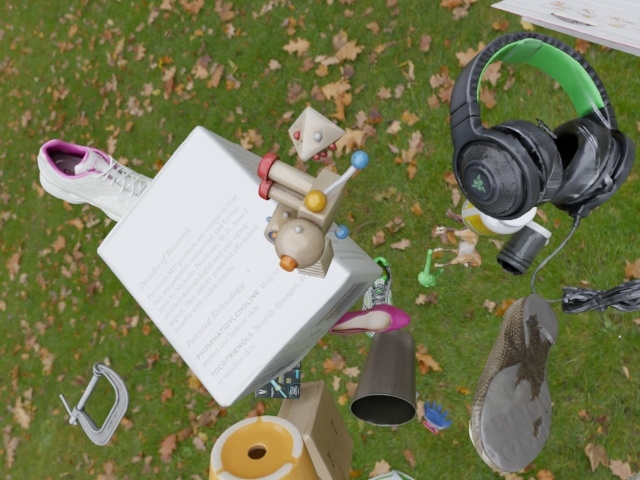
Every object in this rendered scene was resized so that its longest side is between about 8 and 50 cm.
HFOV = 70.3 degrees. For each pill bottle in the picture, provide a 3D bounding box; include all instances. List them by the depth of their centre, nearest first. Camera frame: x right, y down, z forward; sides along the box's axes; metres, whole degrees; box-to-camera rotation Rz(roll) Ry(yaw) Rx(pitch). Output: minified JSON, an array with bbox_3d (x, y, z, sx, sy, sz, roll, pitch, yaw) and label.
[{"bbox_3d":[0.423,-0.072,1.082,0.118,0.208,0.117,0,88,0],"label":"pill bottle"}]

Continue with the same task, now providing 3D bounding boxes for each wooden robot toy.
[{"bbox_3d":[-0.020,-0.010,0.338,0.076,0.173,0.079,19,58,6],"label":"wooden robot toy"}]

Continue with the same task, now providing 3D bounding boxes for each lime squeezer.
[{"bbox_3d":[0.407,0.122,1.703,0.059,0.310,0.110,8,77,25],"label":"lime squeezer"}]

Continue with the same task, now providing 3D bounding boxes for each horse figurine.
[{"bbox_3d":[0.492,0.009,1.605,0.175,0.263,0.066,0,37,10],"label":"horse figurine"}]

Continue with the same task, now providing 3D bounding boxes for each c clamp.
[{"bbox_3d":[-0.380,0.267,0.760,0.137,0.022,0.160,47,111,21],"label":"c clamp"}]

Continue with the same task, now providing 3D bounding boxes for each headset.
[{"bbox_3d":[0.317,-0.101,0.603,0.185,0.243,0.394,150,114,-72],"label":"headset"}]

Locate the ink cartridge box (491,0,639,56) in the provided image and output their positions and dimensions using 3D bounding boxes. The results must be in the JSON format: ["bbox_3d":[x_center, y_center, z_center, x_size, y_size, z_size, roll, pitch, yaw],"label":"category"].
[{"bbox_3d":[0.513,-0.408,0.851,0.261,0.066,0.296,-31,51,-23],"label":"ink cartridge box"}]

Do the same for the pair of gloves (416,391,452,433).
[{"bbox_3d":[0.298,0.496,1.363,0.198,0.159,0.023,32,104,23],"label":"pair of gloves"}]

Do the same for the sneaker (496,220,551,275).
[{"bbox_3d":[0.571,0.024,1.304,0.104,0.296,0.147,38,101,19],"label":"sneaker"}]

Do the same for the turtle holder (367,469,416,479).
[{"bbox_3d":[0.150,0.581,0.834,0.243,0.320,0.227,34,80,-8],"label":"turtle holder"}]

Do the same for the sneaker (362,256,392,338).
[{"bbox_3d":[0.218,0.220,1.774,0.134,0.146,0.343,-4,56,8],"label":"sneaker"}]

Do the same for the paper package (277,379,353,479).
[{"bbox_3d":[-0.025,0.739,1.661,0.168,0.309,0.324,-18,107,17],"label":"paper package"}]

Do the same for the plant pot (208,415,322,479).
[{"bbox_3d":[-0.079,0.371,0.657,0.205,0.205,0.188,11,116,34],"label":"plant pot"}]

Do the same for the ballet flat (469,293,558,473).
[{"bbox_3d":[0.215,0.151,0.514,0.084,0.250,0.058,45,135,-2],"label":"ballet flat"}]

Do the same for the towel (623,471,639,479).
[{"bbox_3d":[0.464,0.317,0.600,0.282,0.187,0.049,-42,55,18],"label":"towel"}]

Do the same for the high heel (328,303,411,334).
[{"bbox_3d":[0.126,0.215,1.178,0.244,0.117,0.082,10,104,-8],"label":"high heel"}]

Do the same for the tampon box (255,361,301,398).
[{"bbox_3d":[-0.152,0.491,1.645,0.161,0.101,0.120,2,107,-3],"label":"tampon box"}]

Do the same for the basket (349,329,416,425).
[{"bbox_3d":[0.192,0.374,1.276,0.204,0.154,0.227,-40,21,43],"label":"basket"}]

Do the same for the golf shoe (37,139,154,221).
[{"bbox_3d":[-0.436,-0.117,0.953,0.140,0.306,0.115,128,155,-61],"label":"golf shoe"}]

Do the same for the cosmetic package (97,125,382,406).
[{"bbox_3d":[-0.141,0.045,0.935,0.394,0.329,0.327,45,101,16],"label":"cosmetic package"}]
